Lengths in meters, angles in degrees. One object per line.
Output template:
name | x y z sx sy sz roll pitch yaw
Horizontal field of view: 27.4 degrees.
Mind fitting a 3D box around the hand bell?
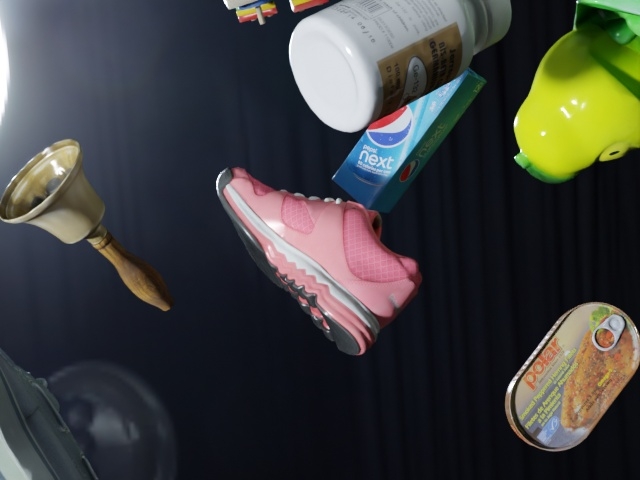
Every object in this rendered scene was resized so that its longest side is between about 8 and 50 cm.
hand bell | -0.257 0.005 1.578 0.126 0.242 0.126 -29 -147 21

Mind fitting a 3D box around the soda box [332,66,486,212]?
soda box | 0.110 -0.137 1.627 0.067 0.210 0.071 41 -165 22

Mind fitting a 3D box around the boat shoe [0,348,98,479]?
boat shoe | -0.232 0.141 0.979 0.079 0.228 0.081 -32 178 25

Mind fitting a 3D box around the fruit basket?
fruit basket | 0.414 -0.225 1.655 0.282 0.392 0.392 16 -166 10

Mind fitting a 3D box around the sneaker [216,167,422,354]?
sneaker | 0.000 0.001 1.515 0.136 0.116 0.314 -38 -128 -10

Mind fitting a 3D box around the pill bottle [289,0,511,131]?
pill bottle | 0.092 -0.219 1.418 0.229 0.131 0.131 -30 -157 -28

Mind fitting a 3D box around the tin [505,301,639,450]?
tin | 0.292 0.157 1.523 0.190 0.106 0.040 -50 -176 -10

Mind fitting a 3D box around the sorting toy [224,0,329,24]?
sorting toy | -0.055 -0.312 1.669 0.132 0.046 0.274 -18 -162 -2
